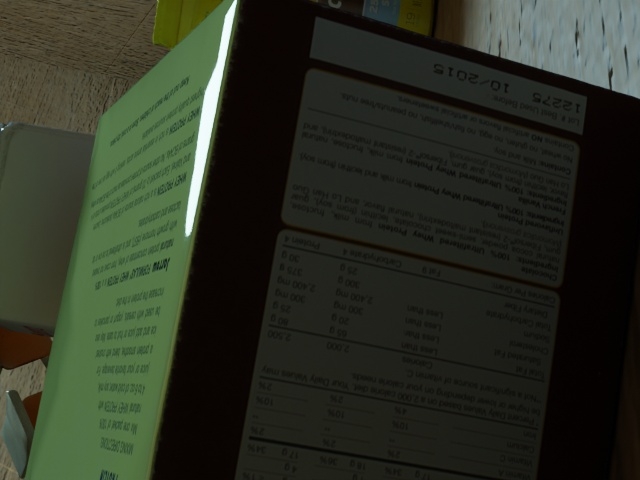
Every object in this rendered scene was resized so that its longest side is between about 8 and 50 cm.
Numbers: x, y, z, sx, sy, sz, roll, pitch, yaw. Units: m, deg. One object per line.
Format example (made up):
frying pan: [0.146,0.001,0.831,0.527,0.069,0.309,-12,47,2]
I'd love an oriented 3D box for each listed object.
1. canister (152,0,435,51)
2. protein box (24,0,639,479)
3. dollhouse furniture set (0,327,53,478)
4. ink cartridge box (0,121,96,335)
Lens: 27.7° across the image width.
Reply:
canister: [-0.014,-0.168,0.839,0.073,0.170,0.126,110,168,-55]
protein box: [-0.011,0.051,0.439,0.200,0.136,0.201,164,117,-68]
dollhouse furniture set: [-0.107,0.105,0.989,0.259,0.262,0.135,62,156,19]
ink cartridge box: [-0.049,0.014,0.633,0.158,0.218,0.092,139,142,-80]
